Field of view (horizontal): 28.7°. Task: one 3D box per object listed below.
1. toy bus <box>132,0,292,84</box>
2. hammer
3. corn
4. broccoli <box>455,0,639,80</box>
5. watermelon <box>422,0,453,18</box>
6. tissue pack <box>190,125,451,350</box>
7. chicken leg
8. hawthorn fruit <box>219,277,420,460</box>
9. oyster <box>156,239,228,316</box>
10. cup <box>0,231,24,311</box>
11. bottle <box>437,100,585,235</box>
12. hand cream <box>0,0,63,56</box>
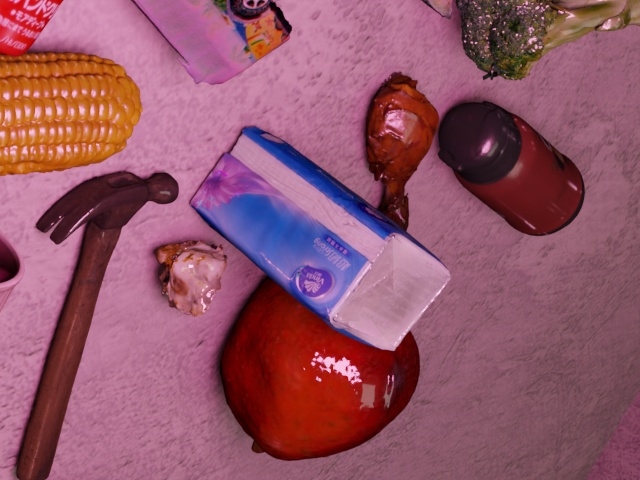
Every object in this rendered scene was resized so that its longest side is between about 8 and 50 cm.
[{"bbox_3d":[-0.144,-0.282,1.230,0.138,0.112,0.317,-40,147,2],"label":"toy bus"},{"bbox_3d":[-0.293,0.115,1.496,0.168,0.044,0.440,-12,131,-47],"label":"hammer"},{"bbox_3d":[-0.319,-0.113,1.165,0.363,0.120,0.120,-13,132,-42],"label":"corn"},{"bbox_3d":[0.305,-0.331,1.616,0.269,0.269,0.254,-60,177,14],"label":"broccoli"},{"bbox_3d":[0.135,-0.371,1.531,0.139,0.071,0.187,-49,141,-17],"label":"watermelon"},{"bbox_3d":[0.000,0.000,1.541,0.146,0.263,0.198,-53,149,3],"label":"tissue pack"},{"bbox_3d":[0.112,-0.103,1.758,0.113,0.093,0.304,-47,154,-28],"label":"chicken leg"},{"bbox_3d":[-0.011,0.185,1.738,0.265,0.265,0.307,-9,140,-47],"label":"hawthorn fruit"},{"bbox_3d":[-0.167,0.036,1.569,0.103,0.051,0.148,-56,159,-14],"label":"oyster"},{"bbox_3d":[-0.438,0.087,1.115,0.273,0.208,0.288,-59,165,14],"label":"cup"},{"bbox_3d":[0.287,-0.111,1.908,0.144,0.144,0.336,-55,148,6],"label":"bottle"},{"bbox_3d":[-0.284,-0.247,1.001,0.125,0.193,0.193,-54,148,8],"label":"hand cream"}]
